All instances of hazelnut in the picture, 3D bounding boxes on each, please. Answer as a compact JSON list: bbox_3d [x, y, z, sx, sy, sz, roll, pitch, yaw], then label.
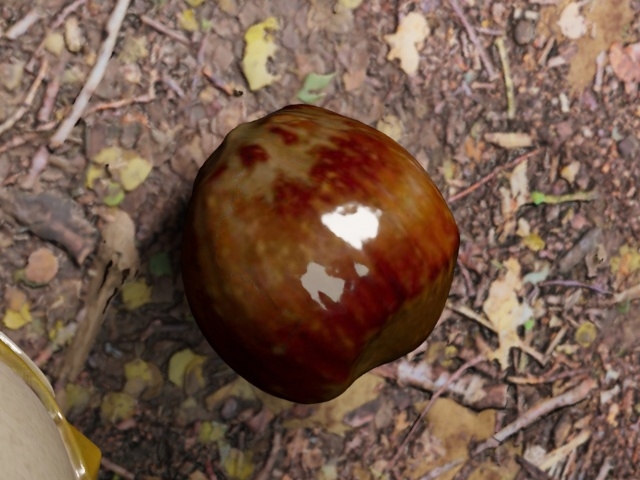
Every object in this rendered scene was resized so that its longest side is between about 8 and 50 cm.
[{"bbox_3d":[0.000,0.000,1.486,0.218,0.234,0.218,5,114,12],"label":"hazelnut"}]

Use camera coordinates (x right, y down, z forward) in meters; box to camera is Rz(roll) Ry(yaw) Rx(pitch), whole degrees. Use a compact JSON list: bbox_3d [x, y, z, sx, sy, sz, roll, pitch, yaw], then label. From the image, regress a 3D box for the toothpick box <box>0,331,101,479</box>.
[{"bbox_3d":[-0.340,0.211,1.273,0.409,0.425,0.409,-2,106,-6],"label":"toothpick box"}]
